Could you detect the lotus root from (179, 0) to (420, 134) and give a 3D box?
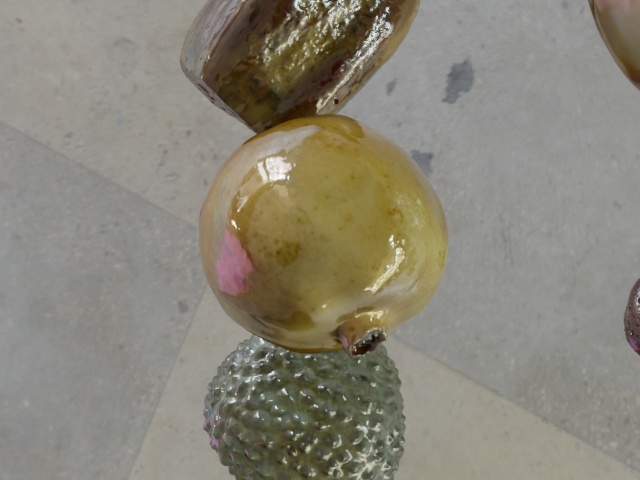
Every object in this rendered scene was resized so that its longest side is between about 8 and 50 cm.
[{"bbox_3d":[-0.013,-0.234,0.845,0.193,0.193,0.291,43,78,4],"label":"lotus root"}]

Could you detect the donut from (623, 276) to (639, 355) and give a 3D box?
[{"bbox_3d":[0.528,0.097,1.158,0.166,0.184,0.073,32,156,43],"label":"donut"}]

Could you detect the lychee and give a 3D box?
[{"bbox_3d":[-0.016,0.221,0.986,0.255,0.274,0.255,-11,77,56],"label":"lychee"}]

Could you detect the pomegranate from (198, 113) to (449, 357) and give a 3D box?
[{"bbox_3d":[-0.001,-0.007,0.713,0.233,0.233,0.233,4,104,16],"label":"pomegranate"}]

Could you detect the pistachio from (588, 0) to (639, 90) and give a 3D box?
[{"bbox_3d":[0.220,-0.183,0.456,0.143,0.144,0.215,-4,107,18],"label":"pistachio"}]
